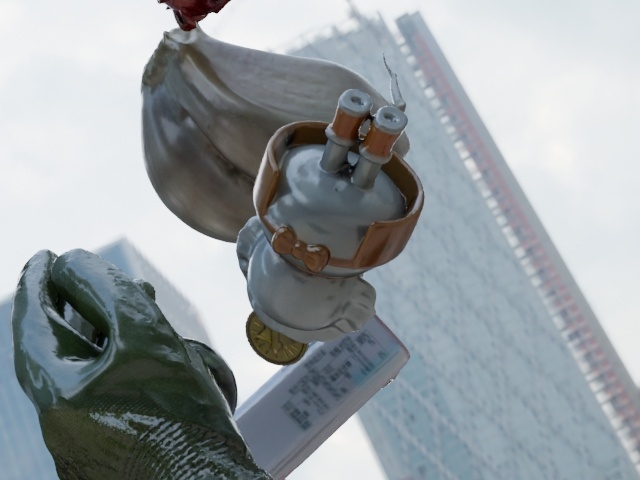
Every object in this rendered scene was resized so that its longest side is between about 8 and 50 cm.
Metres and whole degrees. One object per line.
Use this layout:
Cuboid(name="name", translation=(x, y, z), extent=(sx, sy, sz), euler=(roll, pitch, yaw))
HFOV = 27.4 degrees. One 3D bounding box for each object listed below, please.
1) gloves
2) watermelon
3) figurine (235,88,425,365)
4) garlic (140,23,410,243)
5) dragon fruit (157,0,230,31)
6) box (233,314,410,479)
Cuboid(name="gloves", translation=(-0.097, 0.094, 0.712), extent=(0.107, 0.268, 0.135), euler=(-17, -45, -26))
Cuboid(name="watermelon", translation=(-0.138, 0.140, 1.182), extent=(0.133, 0.105, 0.105), euler=(0, -36, -47))
Cuboid(name="figurine", translation=(-0.003, 0.002, 1.094), extent=(0.143, 0.143, 0.271), euler=(3, -60, -46))
Cuboid(name="garlic", translation=(-0.047, -0.111, 1.597), extent=(0.340, 0.246, 0.231), euler=(3, -51, -32))
Cuboid(name="dragon fruit", translation=(-0.131, -0.293, 1.461), extent=(0.112, 0.068, 0.126), euler=(-6, -51, -41))
Cuboid(name="box", translation=(-0.066, 0.235, 1.571), extent=(0.370, 0.112, 0.190), euler=(-40, -9, -14))
